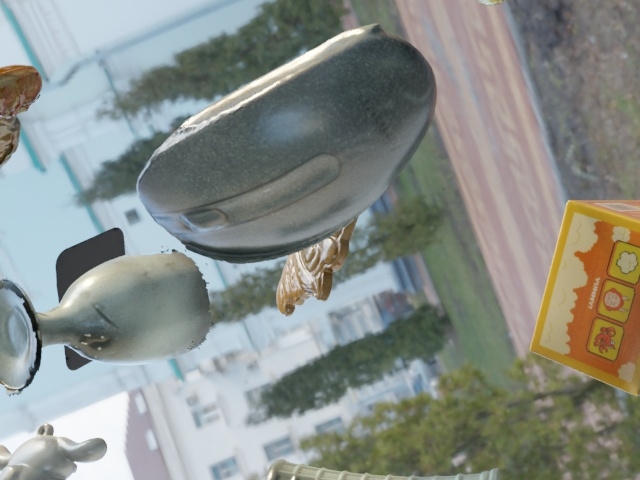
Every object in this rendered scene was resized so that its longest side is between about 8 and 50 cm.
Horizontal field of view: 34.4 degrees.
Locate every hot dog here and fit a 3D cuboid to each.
[{"bbox_3d":[-0.433,-0.162,1.248,0.250,0.104,0.076,-46,-53,-62],"label":"hot dog"}]

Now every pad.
[{"bbox_3d":[-0.480,0.127,1.851,0.055,0.323,0.250,33,129,47],"label":"pad"}]

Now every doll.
[{"bbox_3d":[-0.559,0.470,1.938,0.159,0.310,0.243,4,-89,-50],"label":"doll"}]

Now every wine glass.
[{"bbox_3d":[-0.344,0.121,1.631,0.357,0.190,0.191,-13,-103,-44],"label":"wine glass"}]

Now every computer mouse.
[{"bbox_3d":[-0.038,-0.092,1.155,0.203,0.373,0.114,46,-161,-36],"label":"computer mouse"}]

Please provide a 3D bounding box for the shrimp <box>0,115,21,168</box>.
[{"bbox_3d":[-0.730,-0.134,1.938,0.221,0.445,0.110,12,-130,-43],"label":"shrimp"}]

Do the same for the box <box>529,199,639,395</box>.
[{"bbox_3d":[0.520,0.083,1.662,0.213,0.283,0.260,21,105,40],"label":"box"}]

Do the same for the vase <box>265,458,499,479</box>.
[{"bbox_3d":[0.078,0.354,1.338,0.143,0.298,0.143,3,-90,-79],"label":"vase"}]

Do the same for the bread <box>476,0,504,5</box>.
[{"bbox_3d":[0.202,-0.422,1.400,0.094,0.102,0.246,29,-145,-39],"label":"bread"}]

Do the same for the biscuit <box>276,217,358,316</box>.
[{"bbox_3d":[0.000,0.000,1.441,0.035,0.250,0.162,19,-157,-31],"label":"biscuit"}]
